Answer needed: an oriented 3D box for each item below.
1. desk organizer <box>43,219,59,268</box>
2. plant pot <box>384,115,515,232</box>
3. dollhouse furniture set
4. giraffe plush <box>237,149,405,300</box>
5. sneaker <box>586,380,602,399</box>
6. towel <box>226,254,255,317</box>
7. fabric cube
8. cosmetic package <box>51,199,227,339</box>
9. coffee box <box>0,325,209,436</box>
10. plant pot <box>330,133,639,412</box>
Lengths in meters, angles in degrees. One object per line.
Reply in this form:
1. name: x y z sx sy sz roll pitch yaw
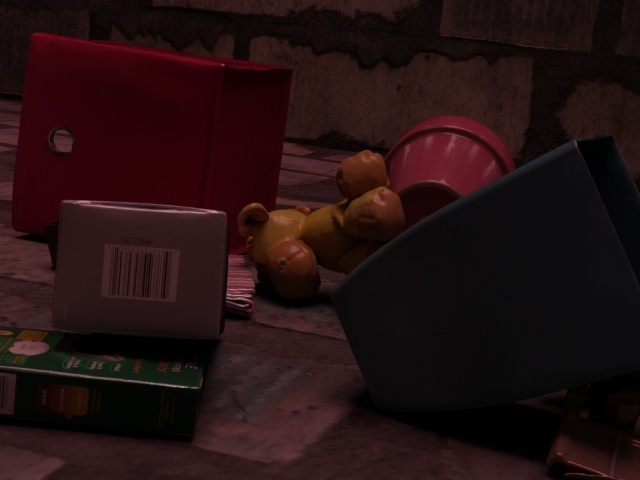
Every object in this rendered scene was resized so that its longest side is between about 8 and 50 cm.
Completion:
1. desk organizer: -0.236 -0.001 1.175 0.130 0.050 0.047 -3 14 29
2. plant pot: 0.172 -0.057 1.532 0.201 0.201 0.180 9 26 12
3. dollhouse furniture set: 0.214 0.152 0.811 0.076 0.058 0.151 17 31 13
4. giraffe plush: 0.000 0.000 1.191 0.171 0.181 0.210 -15 23 -3
5. sneaker: 0.297 0.108 0.979 0.234 0.078 0.106 8 6 -14
6. towel: -0.147 0.044 1.162 0.144 0.029 0.197 3 10 -8
7. fabric cube: -0.210 -0.120 1.393 0.258 0.254 0.259 12 10 16
8. cosmetic package: -0.138 0.029 0.885 0.127 0.107 0.238 3 -1 -6
9. coffee box: -0.176 0.099 0.780 0.184 0.040 0.113 6 8 -5
10. plant pot: 0.142 0.040 0.850 0.234 0.165 0.166 -24 -3 25
